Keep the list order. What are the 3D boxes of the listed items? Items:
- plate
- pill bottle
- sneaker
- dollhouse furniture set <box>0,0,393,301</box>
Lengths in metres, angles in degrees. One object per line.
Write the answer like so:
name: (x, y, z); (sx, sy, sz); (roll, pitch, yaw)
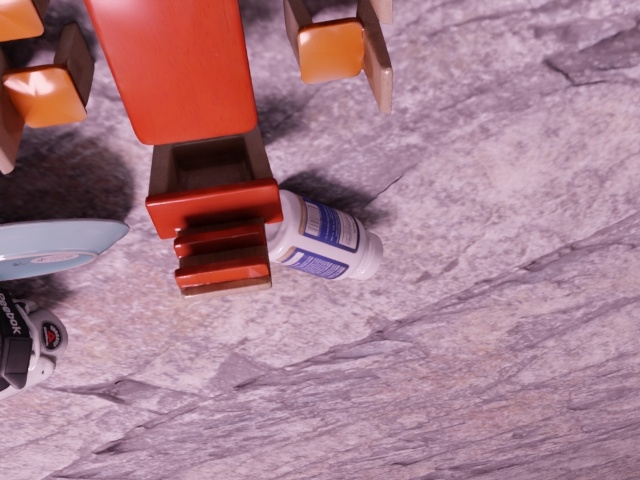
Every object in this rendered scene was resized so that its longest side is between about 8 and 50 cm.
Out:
plate: (-0.253, 0.013, 0.613); (0.188, 0.024, 0.188); (-11, 173, -1)
pill bottle: (0.000, 0.000, 0.693); (0.120, 0.067, 0.067); (20, 137, -36)
sneaker: (-0.320, 0.090, 0.691); (0.146, 0.122, 0.330); (-15, 169, -17)
dollhouse furniture set: (-0.083, -0.084, 0.482); (0.262, 0.135, 0.259); (-9, 147, -2)
